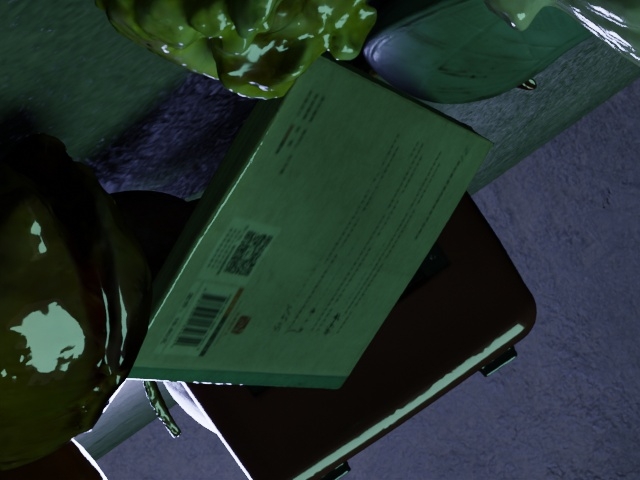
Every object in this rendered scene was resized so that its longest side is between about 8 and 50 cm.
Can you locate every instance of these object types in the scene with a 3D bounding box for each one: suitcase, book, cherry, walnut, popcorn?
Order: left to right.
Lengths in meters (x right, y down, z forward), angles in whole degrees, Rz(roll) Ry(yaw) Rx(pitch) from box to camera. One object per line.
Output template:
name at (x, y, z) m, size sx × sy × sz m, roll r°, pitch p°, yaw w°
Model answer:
walnut at (-0.150, 0.038, 0.681) m, size 0.137 × 0.137 × 0.245 m, roll -31°, pitch 173°, yaw -28°
cherry at (-0.153, 0.044, 0.825) m, size 0.225 × 0.107 × 0.090 m, roll -31°, pitch 153°, yaw -14°
popcorn at (-0.032, -0.097, 0.493) m, size 0.097 × 0.089 × 0.109 m, roll -19°, pitch 170°, yaw -27°
book at (0.000, 0.000, 0.865) m, size 0.215 × 0.025 × 0.282 m, roll -58°, pitch 155°, yaw 7°
suitcase at (0.014, 0.055, 1.213) m, size 0.297 × 0.236 × 0.161 m, roll -35°, pitch -175°, yaw 0°

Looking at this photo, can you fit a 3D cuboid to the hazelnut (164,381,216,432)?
hazelnut at (-0.048, 0.093, 1.407) m, size 0.218 × 0.218 × 0.234 m, roll -38°, pitch 174°, yaw 25°

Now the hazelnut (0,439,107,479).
hazelnut at (-0.293, 0.303, 1.103) m, size 0.315 × 0.372 × 0.372 m, roll 28°, pitch 129°, yaw -32°

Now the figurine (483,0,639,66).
figurine at (0.182, -0.208, 0.497) m, size 0.204 × 0.185 × 0.332 m, roll 8°, pitch 129°, yaw -31°

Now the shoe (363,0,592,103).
shoe at (0.125, -0.163, 0.830) m, size 0.103 × 0.100 × 0.251 m, roll 25°, pitch 150°, yaw -34°

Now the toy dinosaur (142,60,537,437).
toy dinosaur at (-0.002, -0.027, 0.990) m, size 0.327 × 0.113 × 0.206 m, roll -40°, pitch 176°, yaw -29°
